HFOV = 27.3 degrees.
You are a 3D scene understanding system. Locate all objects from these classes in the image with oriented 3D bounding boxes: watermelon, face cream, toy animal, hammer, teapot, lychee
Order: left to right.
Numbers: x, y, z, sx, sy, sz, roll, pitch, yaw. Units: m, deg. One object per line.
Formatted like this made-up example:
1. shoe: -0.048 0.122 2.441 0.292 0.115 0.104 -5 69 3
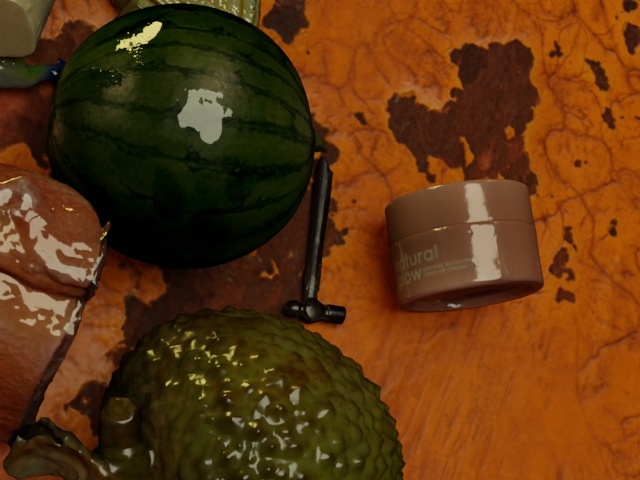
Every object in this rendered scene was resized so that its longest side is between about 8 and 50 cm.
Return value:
1. toy animal: -0.340 -0.163 1.205 0.216 0.041 0.075 12 54 -19
2. teapot: -0.289 -0.268 1.231 0.107 0.077 0.200 5 52 9
3. watermelon: -0.122 -0.093 1.179 0.242 0.242 0.242 7 72 -23
4. lychee: -0.073 0.188 1.109 0.320 0.269 0.270 34 55 -58
5. hammer: 0.000 0.000 1.333 0.065 0.021 0.178 14 67 -22
6. face cream: 0.143 0.008 1.322 0.149 0.149 0.104 -1 76 -26

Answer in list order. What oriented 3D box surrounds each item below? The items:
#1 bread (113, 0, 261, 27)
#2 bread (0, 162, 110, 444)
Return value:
1. bread: -0.136 -0.237 1.313 0.156 0.064 0.118 21 63 -17
2. bread: -0.254 0.036 1.081 0.123 0.244 0.190 17 53 -16
